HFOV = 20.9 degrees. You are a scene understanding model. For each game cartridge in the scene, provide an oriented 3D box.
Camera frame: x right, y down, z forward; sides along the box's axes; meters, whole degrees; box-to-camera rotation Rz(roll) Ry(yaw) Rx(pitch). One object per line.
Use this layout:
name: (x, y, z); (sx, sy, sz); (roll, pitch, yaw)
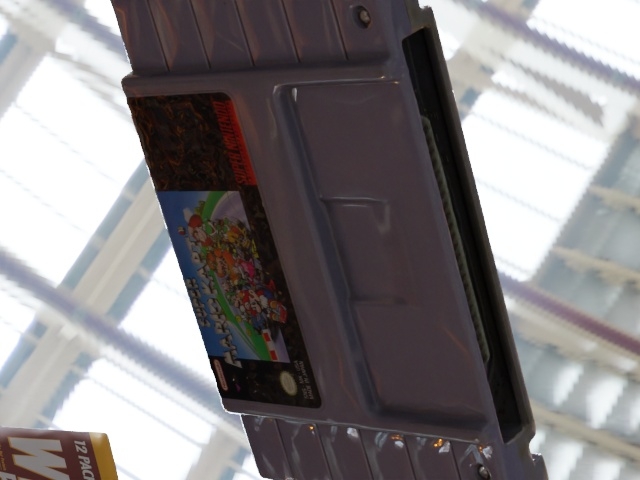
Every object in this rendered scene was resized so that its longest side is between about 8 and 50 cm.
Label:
game cartridge: (0.000, 0.000, 1.072); (0.068, 0.230, 0.355); (-36, -63, -46)

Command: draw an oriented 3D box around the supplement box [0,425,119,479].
supplement box: (-0.272, 0.235, 1.283); (0.191, 0.194, 0.129); (11, -127, -46)
